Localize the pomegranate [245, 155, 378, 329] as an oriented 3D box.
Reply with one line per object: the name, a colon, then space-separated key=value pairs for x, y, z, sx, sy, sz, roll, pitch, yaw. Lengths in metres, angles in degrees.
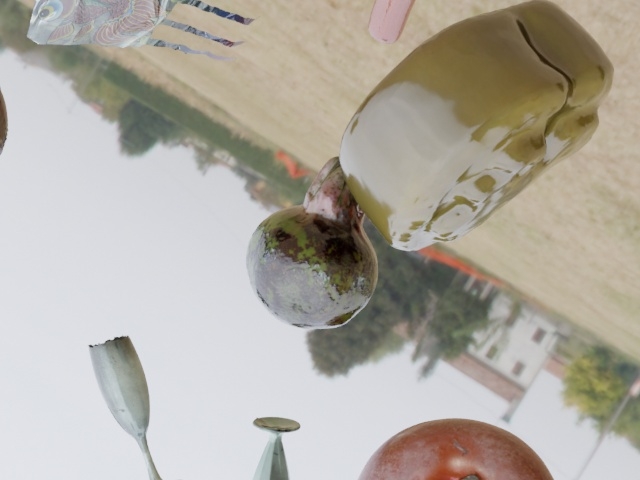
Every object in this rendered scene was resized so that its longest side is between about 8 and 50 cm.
pomegranate: x=0.007 y=0.009 z=0.800 sx=0.125 sy=0.163 sz=0.138 roll=43 pitch=-168 yaw=-14

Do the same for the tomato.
tomato: x=0.169 y=0.363 z=1.057 sx=0.270 sy=0.270 sz=0.227 roll=31 pitch=165 yaw=18

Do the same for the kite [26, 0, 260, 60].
kite: x=-0.152 y=-0.212 z=0.785 sx=0.229 sy=0.127 sz=0.016 roll=1 pitch=-121 yaw=-41

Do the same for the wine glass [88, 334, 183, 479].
wine glass: x=-0.226 y=0.212 z=1.018 sx=0.066 sy=0.066 sz=0.198 roll=-20 pitch=-88 yaw=-88

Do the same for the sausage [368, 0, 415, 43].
sausage: x=0.119 y=-0.384 z=1.339 sx=0.062 sy=0.062 sz=0.154 roll=31 pitch=146 yaw=6

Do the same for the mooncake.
mooncake: x=0.121 y=-0.079 z=0.679 sx=0.117 sy=0.235 sz=0.235 roll=51 pitch=-173 yaw=14

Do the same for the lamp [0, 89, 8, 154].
lamp: x=-0.408 y=-0.128 z=0.868 sx=0.157 sy=0.156 sz=0.135 roll=52 pitch=-156 yaw=6

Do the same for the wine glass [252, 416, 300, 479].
wine glass: x=-0.062 y=0.315 z=1.097 sx=0.073 sy=0.155 sz=0.073 roll=7 pitch=-177 yaw=0
